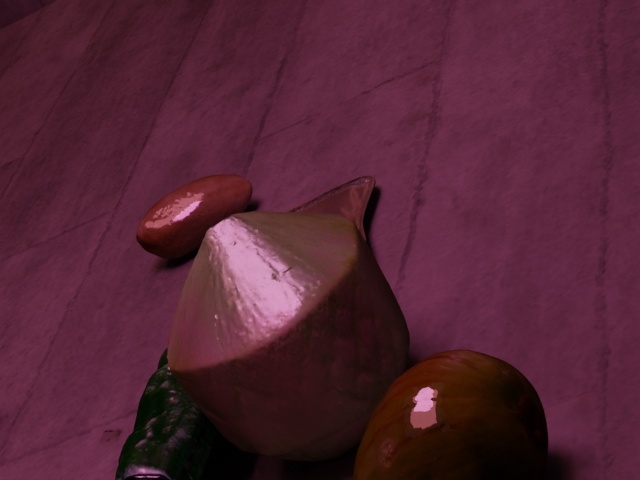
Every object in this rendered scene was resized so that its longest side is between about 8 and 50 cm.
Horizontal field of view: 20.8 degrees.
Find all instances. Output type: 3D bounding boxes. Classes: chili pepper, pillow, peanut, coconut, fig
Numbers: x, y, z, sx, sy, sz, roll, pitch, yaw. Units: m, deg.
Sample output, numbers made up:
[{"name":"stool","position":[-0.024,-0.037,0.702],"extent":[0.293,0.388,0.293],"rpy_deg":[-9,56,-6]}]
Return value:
[{"name":"chili pepper","position":[-0.126,0.176,1.621],"extent":[0.099,0.136,0.270],"rpy_deg":[3,36,10]},{"name":"pillow","position":[0.000,-0.001,1.892],"extent":[0.130,0.033,0.217],"rpy_deg":[-24,26,17]},{"name":"peanut","position":[-0.150,-0.031,2.085],"extent":[0.152,0.076,0.076],"rpy_deg":[-29,24,-5]},{"name":"coconut","position":[-0.031,0.076,1.546],"extent":[0.236,0.236,0.204],"rpy_deg":[-42,24,-19]},{"name":"fig","position":[0.053,0.185,1.358],"extent":[0.259,0.151,0.151],"rpy_deg":[-27,25,22]}]
